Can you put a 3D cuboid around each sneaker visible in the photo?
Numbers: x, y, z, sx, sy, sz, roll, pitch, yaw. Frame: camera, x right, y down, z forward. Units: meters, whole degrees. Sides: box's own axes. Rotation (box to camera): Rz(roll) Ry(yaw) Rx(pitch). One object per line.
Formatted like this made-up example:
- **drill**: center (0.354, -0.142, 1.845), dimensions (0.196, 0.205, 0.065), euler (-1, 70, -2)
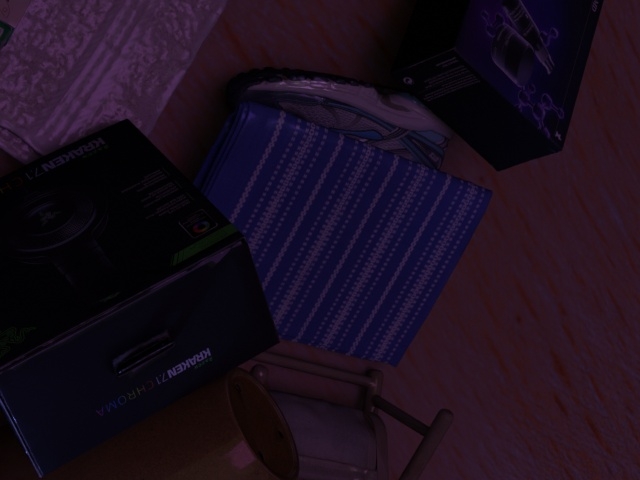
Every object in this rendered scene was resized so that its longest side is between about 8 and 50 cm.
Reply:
- **sneaker**: center (0.026, -0.114, 1.517), dimensions (0.283, 0.110, 0.122), euler (8, 97, -30)

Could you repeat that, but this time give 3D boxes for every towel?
- **towel**: center (-0.225, -0.194, 1.396), dimensions (0.187, 0.049, 0.282), euler (35, 79, -29)
- **towel**: center (0.000, 0.000, 1.516), dimensions (0.336, 0.040, 0.243), euler (18, 110, -32)

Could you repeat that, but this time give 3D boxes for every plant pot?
- **plant pot**: center (-0.157, 0.225, 1.298), dimensions (0.254, 0.237, 0.237), euler (-30, 116, 16)

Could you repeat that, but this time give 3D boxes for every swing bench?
- **swing bench**: center (-0.035, 0.255, 1.507), dimensions (0.253, 0.165, 0.254), euler (17, 94, -31)

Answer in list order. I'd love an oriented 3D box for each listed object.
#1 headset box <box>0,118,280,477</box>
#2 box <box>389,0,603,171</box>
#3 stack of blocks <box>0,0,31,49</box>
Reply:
- **headset box**: center (-0.208, 0.046, 1.277), dimensions (0.246, 0.283, 0.131), euler (-28, 129, -15)
- **box**: center (0.204, -0.238, 1.553), dimensions (0.184, 0.103, 0.261), euler (39, 55, -30)
- **stack of blocks**: center (-0.376, -0.162, 1.214), dimensions (0.171, 0.087, 0.297), euler (30, 61, -14)
